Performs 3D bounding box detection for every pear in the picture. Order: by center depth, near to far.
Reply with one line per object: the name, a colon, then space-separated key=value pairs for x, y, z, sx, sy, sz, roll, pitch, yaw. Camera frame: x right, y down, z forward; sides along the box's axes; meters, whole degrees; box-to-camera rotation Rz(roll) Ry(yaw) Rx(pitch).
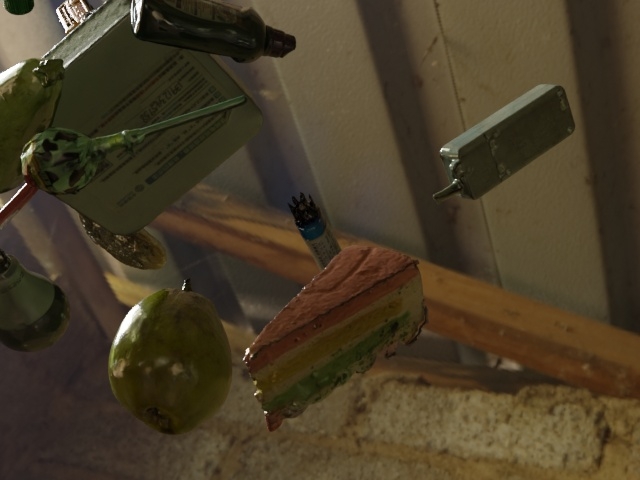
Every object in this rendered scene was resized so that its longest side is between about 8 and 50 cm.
pear: x=-0.342 y=0.259 z=1.905 sx=0.287 sy=0.375 sz=0.287 roll=5 pitch=-28 yaw=3

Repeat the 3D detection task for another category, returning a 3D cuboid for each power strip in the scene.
power strip: x=0.280 y=-0.145 z=1.289 sx=0.053 sy=0.288 sz=0.093 roll=24 pitch=-38 yaw=58

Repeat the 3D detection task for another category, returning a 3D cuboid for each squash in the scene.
squash: x=-0.440 y=-0.165 z=1.151 sx=0.118 sy=0.118 sz=0.370 roll=40 pitch=-34 yaw=-12

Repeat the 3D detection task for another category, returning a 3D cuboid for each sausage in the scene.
sausage: x=-0.735 y=-0.050 z=1.882 sx=0.034 sy=0.253 sz=0.034 roll=33 pitch=-21 yaw=15

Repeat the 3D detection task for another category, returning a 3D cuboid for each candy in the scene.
candy: x=-0.237 y=-0.131 z=1.050 sx=0.305 sy=0.083 sz=0.091 roll=-17 pitch=-33 yaw=3

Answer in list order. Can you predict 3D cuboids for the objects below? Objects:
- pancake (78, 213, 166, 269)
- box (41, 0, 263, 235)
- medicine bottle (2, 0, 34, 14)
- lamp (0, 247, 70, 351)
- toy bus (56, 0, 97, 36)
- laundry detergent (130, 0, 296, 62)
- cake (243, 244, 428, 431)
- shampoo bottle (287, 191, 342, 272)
pancake: x=-0.496 y=-0.017 z=2.004 sx=0.282 sy=0.049 sz=0.282 roll=27 pitch=-28 yaw=16
box: x=-0.346 y=-0.220 z=1.504 sx=0.396 sy=0.111 sz=0.396 roll=-38 pitch=-38 yaw=7
medicine bottle: x=-0.475 y=-0.462 z=1.219 sx=0.064 sy=0.095 sz=0.261 roll=-3 pitch=-44 yaw=-9
lamp: x=-0.664 y=0.125 z=1.846 sx=0.181 sy=0.182 sz=0.314 roll=22 pitch=-41 yaw=8
toy bus: x=-0.430 y=-0.392 z=1.490 sx=0.070 sy=0.074 sz=0.162 roll=57 pitch=-3 yaw=-42
laundry detergent: x=-0.143 y=-0.296 z=1.117 sx=0.221 sy=0.144 sz=0.078 roll=7 pitch=-60 yaw=-22
cake: x=0.004 y=0.093 z=0.856 sx=0.090 sy=0.225 sz=0.109 roll=31 pitch=-40 yaw=42
shampoo bottle: x=0.000 y=0.000 z=1.392 sx=0.050 sy=0.087 sz=0.183 roll=-23 pitch=-57 yaw=7
